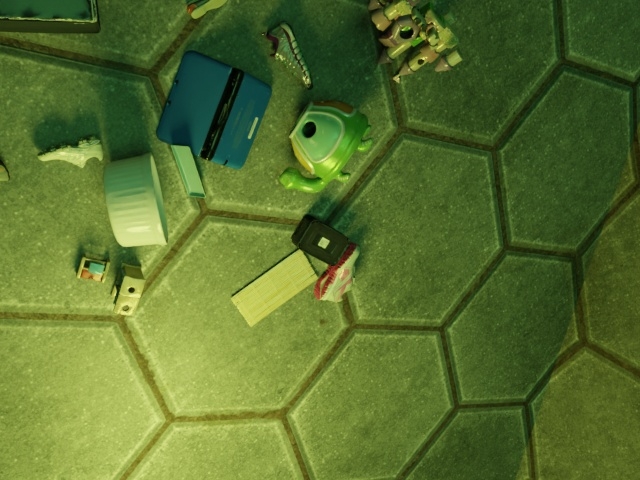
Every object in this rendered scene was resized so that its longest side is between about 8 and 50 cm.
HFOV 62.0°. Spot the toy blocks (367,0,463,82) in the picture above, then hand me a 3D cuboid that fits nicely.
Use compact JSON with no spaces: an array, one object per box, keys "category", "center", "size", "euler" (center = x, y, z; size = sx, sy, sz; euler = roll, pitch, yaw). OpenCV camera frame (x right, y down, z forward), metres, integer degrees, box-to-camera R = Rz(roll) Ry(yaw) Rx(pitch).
[{"category":"toy blocks","center":[0.275,-0.654,1.738],"size":[0.260,0.308,0.289],"euler":[-28,136,35]}]

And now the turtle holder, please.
[{"category":"turtle holder","center":[0.008,-0.318,1.766],"size":[0.228,0.243,0.320],"euler":[31,134,-14]}]

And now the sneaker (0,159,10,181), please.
[{"category":"sneaker","center":[-0.983,-0.140,1.446],"size":[0.272,0.100,0.108],"euler":[-33,123,-10]}]

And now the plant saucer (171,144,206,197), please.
[{"category":"plant saucer","center":[-0.409,-0.217,1.667],"size":[0.018,0.067,0.192],"euler":[-63,153,-43]}]

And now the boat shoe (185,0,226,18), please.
[{"category":"boat shoe","center":[-0.332,-0.706,1.568],"size":[0.137,0.049,0.043],"euler":[-34,78,-9]}]

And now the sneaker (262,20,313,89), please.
[{"category":"sneaker","center":[-0.101,-0.579,1.706],"size":[0.098,0.083,0.223],"euler":[-22,112,7]}]

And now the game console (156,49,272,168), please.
[{"category":"game console","center":[-0.330,-0.405,1.680],"size":[0.250,0.173,0.293],"euler":[9,106,-58]}]

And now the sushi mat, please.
[{"category":"sushi mat","center":[-0.163,0.173,1.953],"size":[0.317,0.019,0.151],"euler":[-36,117,-9]}]

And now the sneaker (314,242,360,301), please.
[{"category":"sneaker","center":[0.082,0.124,2.005],"size":[0.111,0.103,0.252],"euler":[25,103,-32]}]

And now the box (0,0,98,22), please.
[{"category":"box","center":[-0.664,-0.717,1.171],"size":[0.298,0.480,0.471],"euler":[-8,110,-19]}]

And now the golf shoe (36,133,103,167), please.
[{"category":"golf shoe","center":[-0.721,-0.244,1.544],"size":[0.176,0.069,0.085],"euler":[-18,119,-16]}]

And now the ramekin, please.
[{"category":"ramekin","center":[-0.538,-0.112,1.556],"size":[0.135,0.277,0.277],"euler":[-10,111,-11]}]

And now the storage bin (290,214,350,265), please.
[{"category":"storage bin","center":[0.000,0.000,1.928],"size":[0.180,0.084,0.122],"euler":[29,95,-29]}]

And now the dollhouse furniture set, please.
[{"category":"dollhouse furniture set","center":[-0.663,0.140,1.660],"size":[0.184,0.129,0.128],"euler":[16,100,-28]}]
